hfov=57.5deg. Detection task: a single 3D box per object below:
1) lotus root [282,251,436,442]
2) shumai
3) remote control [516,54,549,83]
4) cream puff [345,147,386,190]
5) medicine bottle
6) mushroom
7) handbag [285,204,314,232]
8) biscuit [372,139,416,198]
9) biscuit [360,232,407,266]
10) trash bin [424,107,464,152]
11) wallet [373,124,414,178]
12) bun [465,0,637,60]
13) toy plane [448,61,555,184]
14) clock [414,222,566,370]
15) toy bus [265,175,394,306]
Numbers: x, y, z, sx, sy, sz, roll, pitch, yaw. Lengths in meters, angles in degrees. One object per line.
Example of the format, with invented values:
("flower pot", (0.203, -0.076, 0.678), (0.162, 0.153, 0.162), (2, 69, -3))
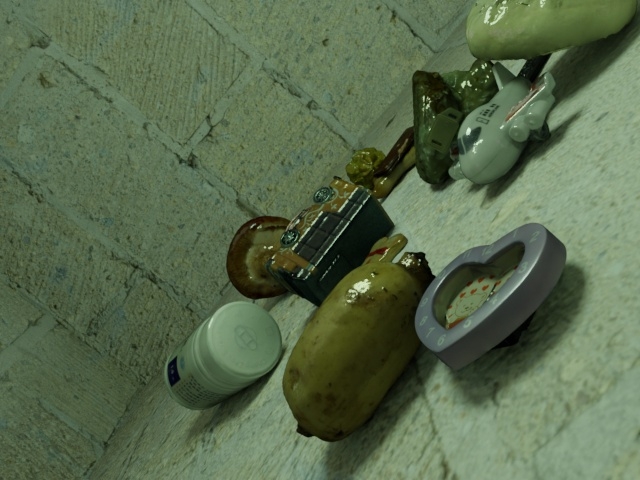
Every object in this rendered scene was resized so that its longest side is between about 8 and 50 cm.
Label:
("lotus root", (0.053, 0.130, 0.776), (0.284, 0.146, 0.160), (-50, 9, -5))
("shumai", (0.298, -0.252, 1.247), (0.222, 0.203, 0.272), (47, -136, -78))
("remote control", (0.450, -0.366, 1.247), (0.245, 0.025, 0.063), (-54, 11, -25))
("cream puff", (0.154, -0.214, 1.799), (0.146, 0.146, 0.116), (-48, 49, 16))
("medicine bottle", (-0.246, 0.289, 1.435), (0.332, 0.190, 0.190), (-40, 13, 48))
("mushroom", (-0.155, 0.042, 1.836), (0.254, 0.267, 0.267), (-39, 14, 49))
("handbag", (0.000, 0.000, 1.485), (0.205, 0.179, 0.116), (-52, 2, -14))
("biscuit", (0.224, -0.210, 1.635), (0.208, 0.047, 0.164), (-47, 9, 21))
("biscuit", (0.090, 0.078, 1.187), (0.234, 0.030, 0.153), (-52, 8, -17))
("trash bin", (0.227, -0.203, 1.056), (0.092, 0.043, 0.061), (-47, -18, -59))
("wallet", (0.213, -0.251, 1.623), (0.176, 0.026, 0.095), (-53, 13, -14))
("bun", (0.393, -0.410, 1.015), (0.287, 0.146, 0.287), (-12, 23, 5))
("toy plane", (0.304, -0.197, 0.992), (0.252, 0.118, 0.252), (-51, 9, 12))
("clock", (0.182, 0.073, 0.644), (0.172, 0.064, 0.198), (-56, 11, -31))
("toy bus", (0.023, 0.008, 1.324), (0.167, 0.138, 0.275), (26, 72, 45))
